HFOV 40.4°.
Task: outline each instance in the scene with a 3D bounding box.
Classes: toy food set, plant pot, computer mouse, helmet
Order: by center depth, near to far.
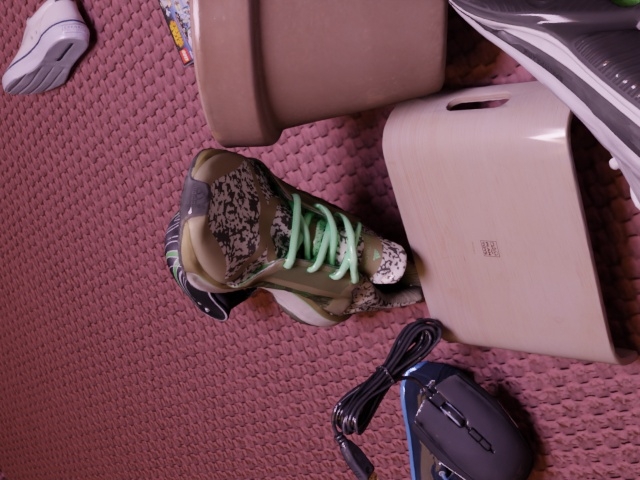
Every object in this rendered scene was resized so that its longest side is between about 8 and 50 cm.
[{"bbox_3d":[0.010,-0.220,0.870,0.229,0.263,0.263,2,116,6],"label":"plant pot"},{"bbox_3d":[0.203,-0.012,0.914,0.219,0.092,0.306,3,120,45],"label":"toy food set"},{"bbox_3d":[0.135,0.234,0.980,0.262,0.184,0.060,52,169,-18],"label":"computer mouse"},{"bbox_3d":[-0.135,0.012,1.207,0.169,0.169,0.162,32,147,31],"label":"helmet"}]

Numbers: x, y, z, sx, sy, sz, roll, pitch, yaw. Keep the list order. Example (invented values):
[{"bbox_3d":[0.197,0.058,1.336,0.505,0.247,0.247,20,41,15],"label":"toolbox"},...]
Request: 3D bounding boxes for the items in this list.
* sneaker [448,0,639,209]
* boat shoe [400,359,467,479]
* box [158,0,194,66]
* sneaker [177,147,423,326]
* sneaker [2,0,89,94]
[{"bbox_3d":[0.227,-0.120,0.701,0.257,0.169,0.447,61,180,-45],"label":"sneaker"},{"bbox_3d":[0.164,0.279,1.077,0.089,0.109,0.258,-6,107,44],"label":"boat shoe"},{"bbox_3d":[-0.177,-0.317,1.182,0.094,0.027,0.137,-15,98,47],"label":"box"},{"bbox_3d":[0.000,0.000,0.952,0.182,0.410,0.158,0,77,27],"label":"sneaker"},{"bbox_3d":[-0.454,-0.320,1.437,0.258,0.094,0.091,-23,75,45],"label":"sneaker"}]
